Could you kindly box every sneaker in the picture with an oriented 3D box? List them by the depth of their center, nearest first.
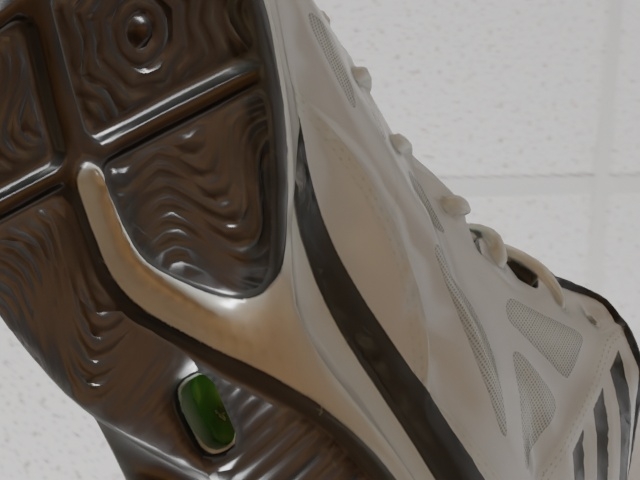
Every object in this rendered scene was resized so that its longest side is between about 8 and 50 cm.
[{"bbox_3d":[-0.001,0.001,0.627,0.257,0.169,0.447,-16,-97,-59],"label":"sneaker"}]
